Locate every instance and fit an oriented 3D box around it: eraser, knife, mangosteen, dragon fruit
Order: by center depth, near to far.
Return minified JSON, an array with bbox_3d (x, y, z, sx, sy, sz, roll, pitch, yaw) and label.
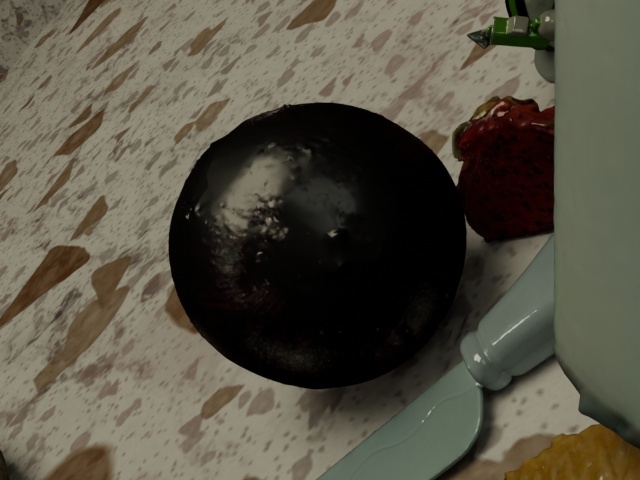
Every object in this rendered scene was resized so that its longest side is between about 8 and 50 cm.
[{"bbox_3d":[0.178,-0.044,0.468,0.104,0.290,0.189,-16,27,-21],"label":"eraser"},{"bbox_3d":[0.085,0.106,0.706,0.331,0.044,0.080,-46,33,14],"label":"knife"},{"bbox_3d":[0.157,-0.066,0.759,0.162,0.106,0.083,-9,43,54],"label":"dragon fruit"},{"bbox_3d":[0.000,0.000,0.811,0.211,0.211,0.250,-43,1,6],"label":"mangosteen"}]

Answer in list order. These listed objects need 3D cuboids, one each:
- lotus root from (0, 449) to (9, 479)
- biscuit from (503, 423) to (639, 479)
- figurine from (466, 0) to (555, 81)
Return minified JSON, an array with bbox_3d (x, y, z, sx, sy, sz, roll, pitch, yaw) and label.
[{"bbox_3d":[-0.418,0.241,1.119,0.158,0.140,0.322,-54,25,-16],"label":"lotus root"},{"bbox_3d":[0.139,0.188,0.505,0.254,0.035,0.254,-34,28,21],"label":"biscuit"},{"bbox_3d":[0.206,-0.202,0.869,0.147,0.126,0.192,-68,17,-3],"label":"figurine"}]
